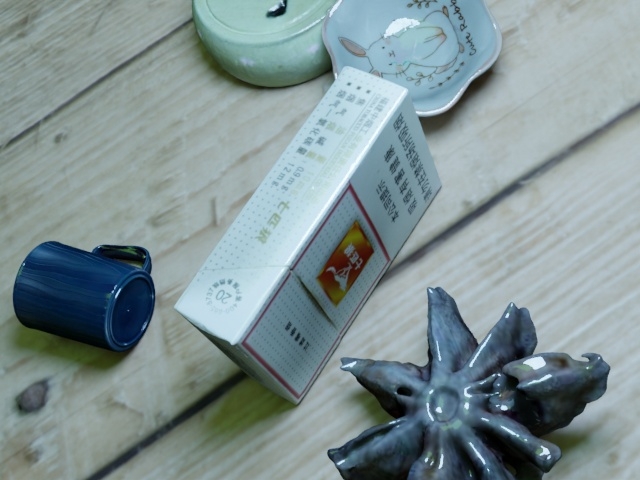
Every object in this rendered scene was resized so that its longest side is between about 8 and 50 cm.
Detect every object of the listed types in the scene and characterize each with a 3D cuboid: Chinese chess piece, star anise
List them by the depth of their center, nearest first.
[{"bbox_3d":[0.130,0.200,0.987,0.360,0.139,0.315,-20,44,18],"label":"star anise"},{"bbox_3d":[-0.055,-0.334,1.324,0.250,0.101,0.250,-7,63,13],"label":"Chinese chess piece"}]

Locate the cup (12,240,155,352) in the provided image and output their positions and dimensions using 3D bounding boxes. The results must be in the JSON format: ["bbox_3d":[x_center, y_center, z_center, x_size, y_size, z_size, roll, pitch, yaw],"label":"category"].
[{"bbox_3d":[-0.284,0.056,1.193,0.138,0.113,0.150,14,71,22],"label":"cup"}]

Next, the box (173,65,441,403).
[{"bbox_3d":[0.000,0.000,1.073,0.095,0.210,0.330,28,75,29],"label":"box"}]

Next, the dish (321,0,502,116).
[{"bbox_3d":[0.118,-0.247,1.228,0.230,0.081,0.229,-3,72,8],"label":"dish"}]
